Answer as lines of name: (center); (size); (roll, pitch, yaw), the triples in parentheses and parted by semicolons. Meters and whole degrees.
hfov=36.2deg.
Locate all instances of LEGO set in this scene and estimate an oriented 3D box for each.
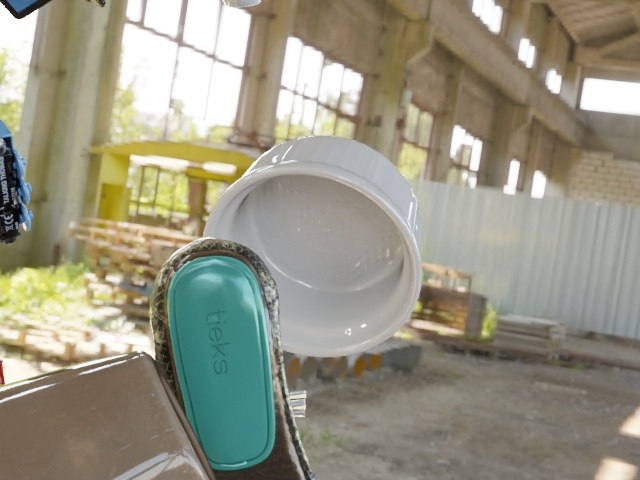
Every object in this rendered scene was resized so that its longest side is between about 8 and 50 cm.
LEGO set: (-0.143, 0.309, 1.666); (0.244, 0.060, 0.182); (-6, -21, -5)

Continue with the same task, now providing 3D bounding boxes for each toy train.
toy train: (-0.464, -0.082, 1.402); (0.080, 0.184, 0.105); (-20, 48, -27)

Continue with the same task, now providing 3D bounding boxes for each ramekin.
ramekin: (0.000, 0.000, 1.254); (0.277, 0.277, 0.135); (9, 33, 9)

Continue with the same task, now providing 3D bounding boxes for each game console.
game console: (-0.403, -0.366, 1.432); (0.124, 0.085, 0.144); (24, -9, 12)

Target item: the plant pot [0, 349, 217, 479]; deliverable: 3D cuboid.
plant pot: (-0.202, 0.202, 0.749); (0.229, 0.263, 0.263); (-27, 7, -8)

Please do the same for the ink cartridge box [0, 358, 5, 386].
ink cartridge box: (-0.512, 0.310, 1.172); (0.271, 0.310, 0.130); (4, -26, -45)

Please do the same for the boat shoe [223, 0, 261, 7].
boat shoe: (-0.132, -0.372, 1.348); (0.066, 0.063, 0.184); (-11, 31, -12)

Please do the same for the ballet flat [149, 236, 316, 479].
ballet flat: (-0.082, 0.240, 0.983); (0.164, 0.483, 0.182); (-6, -7, -6)
